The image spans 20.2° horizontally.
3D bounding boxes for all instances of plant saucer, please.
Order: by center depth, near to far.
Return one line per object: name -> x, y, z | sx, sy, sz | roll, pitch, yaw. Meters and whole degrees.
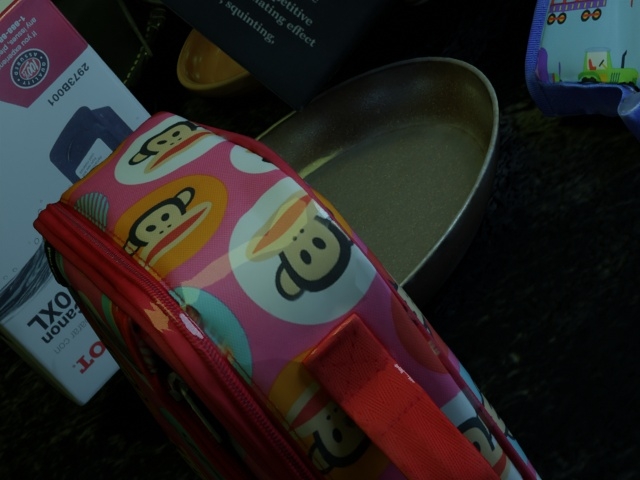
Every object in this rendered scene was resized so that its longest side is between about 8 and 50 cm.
plant saucer -> 0.000, 0.000, 1.219 | 0.310, 0.050, 0.310 | -30, 30, 20
plant saucer -> -0.036, -0.190, 1.551 | 0.200, 0.037, 0.200 | -31, 30, 20

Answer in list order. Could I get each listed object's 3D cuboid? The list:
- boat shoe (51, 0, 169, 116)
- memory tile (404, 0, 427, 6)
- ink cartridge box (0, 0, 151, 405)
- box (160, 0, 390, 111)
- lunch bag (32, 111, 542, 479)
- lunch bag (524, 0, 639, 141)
boat shoe -> -0.221, -0.202, 1.621 | 0.187, 0.156, 0.500 | 8, 36, 1
memory tile -> 0.126, -0.250, 1.460 | 0.148, 0.012, 0.113 | -30, 30, 20
ink cartridge box -> -0.189, -0.033, 1.202 | 0.172, 0.237, 0.100 | -47, 31, -11
box -> 0.008, -0.345, 1.251 | 0.395, 0.293, 0.212 | -49, 2, 39
lunch bag -> 0.010, 0.085, 0.826 | 0.120, 0.293, 0.258 | -41, 27, -10
lunch bag -> 0.251, -0.192, 1.118 | 0.221, 0.138, 0.293 | 4, 61, 50
